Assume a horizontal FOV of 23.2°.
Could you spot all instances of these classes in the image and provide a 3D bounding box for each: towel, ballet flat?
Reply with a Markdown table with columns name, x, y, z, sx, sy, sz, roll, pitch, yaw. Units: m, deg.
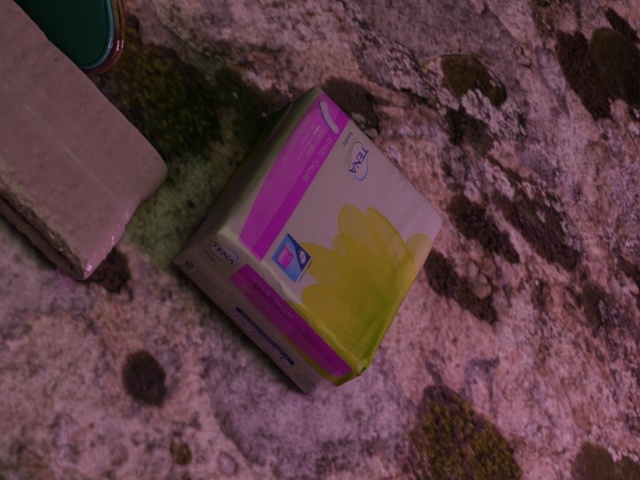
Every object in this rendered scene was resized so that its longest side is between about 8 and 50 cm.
| name | x | y | z | sx | sy | sz | roll | pitch | yaw |
| --- | --- | --- | --- | --- | --- | --- | --- | --- | --- |
| towel | -0.285 | -0.108 | 1.508 | 0.282 | 0.049 | 0.187 | 47 | 42 | -15 |
| ballet flat | -0.294 | -0.325 | 1.606 | 0.342 | 0.116 | 0.124 | 53 | 17 | 0 |

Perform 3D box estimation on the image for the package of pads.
| name | x | y | z | sx | sy | sz | roll | pitch | yaw |
| --- | --- | --- | --- | --- | --- | --- | --- | --- | --- |
| package of pads | 0.000 | 0.000 | 1.688 | 0.229 | 0.101 | 0.296 | 45 | 42 | -14 |
